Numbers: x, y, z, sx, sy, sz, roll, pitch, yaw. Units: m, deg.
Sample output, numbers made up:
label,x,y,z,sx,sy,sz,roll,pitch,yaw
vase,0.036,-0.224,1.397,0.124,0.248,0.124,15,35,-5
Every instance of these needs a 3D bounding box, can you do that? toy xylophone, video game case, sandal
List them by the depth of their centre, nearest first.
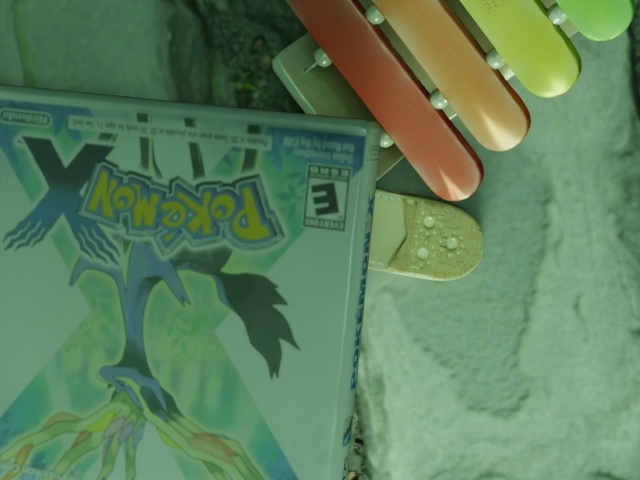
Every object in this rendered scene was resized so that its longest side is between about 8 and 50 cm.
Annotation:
label,x,y,z,sx,sy,sz,roll,pitch,yaw
toy xylophone,0.096,-0.187,0.790,0.236,0.081,0.323,46,124,-1
video game case,-0.131,0.050,0.842,0.329,0.036,0.299,7,97,17
sandal,0.000,-0.007,0.859,0.240,0.079,0.088,4,96,0
